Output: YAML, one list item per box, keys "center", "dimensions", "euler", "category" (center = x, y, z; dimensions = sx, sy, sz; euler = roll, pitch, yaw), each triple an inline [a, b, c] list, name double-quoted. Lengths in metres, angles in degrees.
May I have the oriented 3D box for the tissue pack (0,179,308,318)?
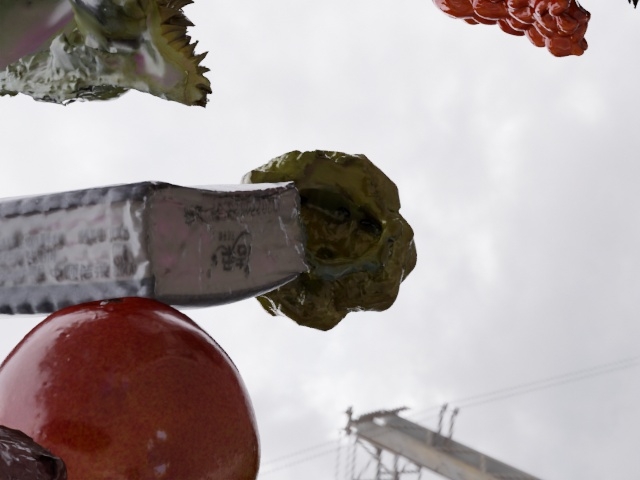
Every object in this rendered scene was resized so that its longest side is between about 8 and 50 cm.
- center: [-0.250, 0.011, 0.986]
  dimensions: [0.288, 0.394, 0.124]
  euler: [-11, -84, -63]
  category: "tissue pack"

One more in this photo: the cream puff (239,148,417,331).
- center: [-0.001, -0.002, 1.330]
  dimensions: [0.185, 0.282, 0.282]
  euler: [-48, -33, -82]
  category: "cream puff"

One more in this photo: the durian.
- center: [-0.215, -0.193, 0.886]
  dimensions: [0.166, 0.306, 0.172]
  euler: [-50, -38, -39]
  category: "durian"

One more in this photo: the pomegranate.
- center: [-0.149, 0.171, 0.739]
  dimensions: [0.221, 0.221, 0.256]
  euler: [-23, -85, -37]
  category: "pomegranate"

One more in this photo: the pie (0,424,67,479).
- center: [-0.216, 0.110, 0.535]
  dimensions: [0.153, 0.153, 0.038]
  euler: [30, -104, -43]
  category: "pie"

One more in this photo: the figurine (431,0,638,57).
- center: [0.298, -0.337, 1.032]
  dimensions: [0.412, 0.306, 0.241]
  euler: [-4, -40, -12]
  category: "figurine"
